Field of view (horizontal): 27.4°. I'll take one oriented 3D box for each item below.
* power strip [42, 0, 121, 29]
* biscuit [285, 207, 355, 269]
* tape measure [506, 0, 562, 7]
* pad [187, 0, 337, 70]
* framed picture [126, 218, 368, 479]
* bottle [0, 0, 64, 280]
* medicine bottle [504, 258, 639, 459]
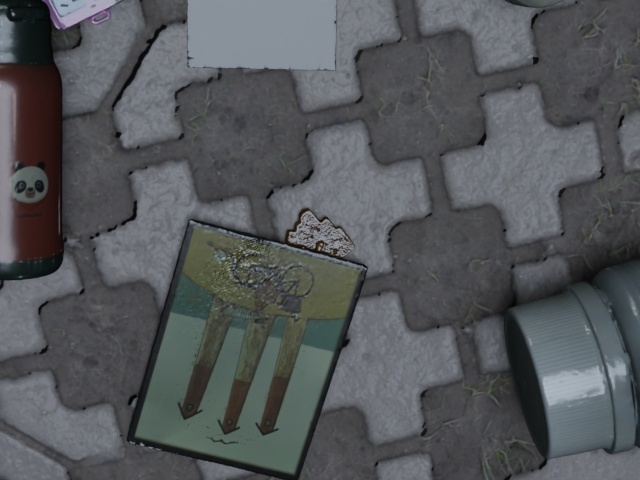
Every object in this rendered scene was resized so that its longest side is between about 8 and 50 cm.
[{"bbox_3d":[-0.326,-0.389,1.578,0.109,0.037,0.279,-26,105,1],"label":"power strip"},{"bbox_3d":[0.000,0.000,1.719,0.092,0.016,0.082,5,103,-8],"label":"biscuit"},{"bbox_3d":[0.269,-0.430,1.590,0.265,0.130,0.258,-31,103,1],"label":"tape measure"},{"bbox_3d":[-0.073,-0.279,1.651,0.190,0.004,0.127,0,103,-6],"label":"pad"},{"bbox_3d":[-0.099,0.151,1.739,0.244,0.013,0.324,15,104,-9],"label":"framed picture"},{"bbox_3d":[-0.377,-0.128,1.584,0.144,0.144,0.336,3,102,-7],"label":"bottle"},{"bbox_3d":[0.409,0.148,1.684,0.306,0.245,0.245,-13,104,-2],"label":"medicine bottle"}]
